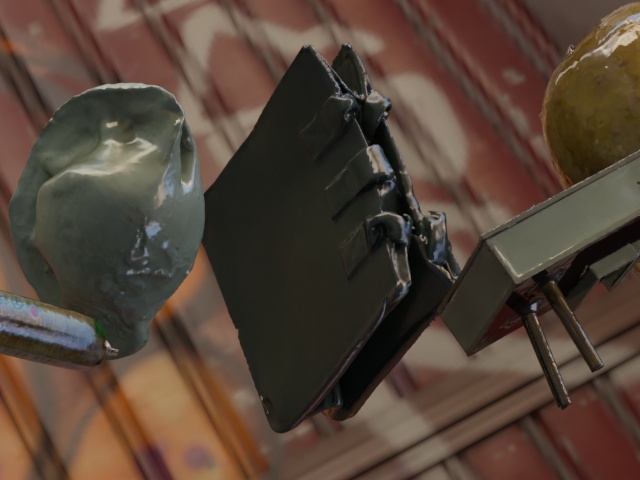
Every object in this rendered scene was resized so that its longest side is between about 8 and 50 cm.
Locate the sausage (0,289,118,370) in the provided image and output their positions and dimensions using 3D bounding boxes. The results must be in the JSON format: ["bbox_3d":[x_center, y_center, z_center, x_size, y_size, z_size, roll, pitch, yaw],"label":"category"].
[{"bbox_3d":[-0.207,0.026,0.883,0.269,0.033,0.033,19,19,-39],"label":"sausage"}]

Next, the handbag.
[{"bbox_3d":[0.001,0.000,1.503,0.260,0.079,0.247,-53,-131,47],"label":"handbag"}]

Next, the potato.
[{"bbox_3d":[0.353,-0.099,1.561,0.296,0.397,0.290,39,-57,4],"label":"potato"}]

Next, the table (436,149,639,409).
[{"bbox_3d":[0.217,0.014,1.241,0.111,0.240,0.121,55,-23,16],"label":"table"}]

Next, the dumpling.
[{"bbox_3d":[-0.164,-0.014,1.346,0.108,0.152,0.219,-83,-175,-76],"label":"dumpling"}]
